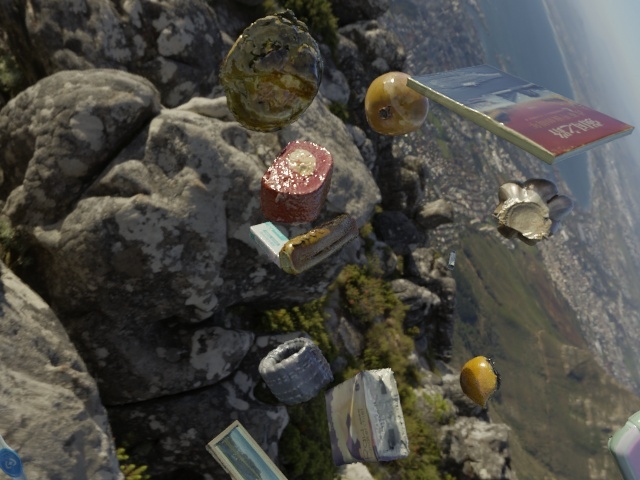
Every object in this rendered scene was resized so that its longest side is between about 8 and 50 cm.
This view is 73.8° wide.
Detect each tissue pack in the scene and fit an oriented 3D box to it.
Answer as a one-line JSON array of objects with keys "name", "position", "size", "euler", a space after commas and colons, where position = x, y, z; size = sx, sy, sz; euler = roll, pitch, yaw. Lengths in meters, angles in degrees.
[{"name": "tissue pack", "position": [0.127, 0.547, 1.300], "size": [0.125, 0.343, 0.242], "euler": [2, 61, -19]}]

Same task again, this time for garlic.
[{"name": "garlic", "position": [0.405, -0.047, 0.817], "size": [0.194, 0.131, 0.127], "euler": [24, 83, -58]}]

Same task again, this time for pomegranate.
[{"name": "pomegranate", "position": [0.222, -0.396, 1.246], "size": [0.191, 0.191, 0.191], "euler": [24, 56, -40]}]

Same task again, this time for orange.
[{"name": "orange", "position": [0.525, 0.467, 1.423], "size": [0.112, 0.160, 0.169], "euler": [15, 75, -10]}]

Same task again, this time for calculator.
[{"name": "calculator", "position": [0.523, 0.354, 0.625], "size": [0.045, 0.141, 0.246], "euler": [-84, 149, -83]}]

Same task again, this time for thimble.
[{"name": "thimble", "position": [-0.082, 0.447, 1.467], "size": [0.172, 0.236, 0.205], "euler": [58, 32, -7]}]

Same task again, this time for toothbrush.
[{"name": "toothbrush", "position": [-0.693, 0.483, 0.944], "size": [0.040, 0.040, 0.386], "euler": [-32, 98, -51]}]

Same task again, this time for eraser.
[{"name": "eraser", "position": [-0.178, 0.014, 1.646], "size": [0.096, 0.052, 0.225], "euler": [-18, 45, -36]}]

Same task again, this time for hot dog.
[{"name": "hot dog", "position": [0.000, 0.001, 0.971], "size": [0.289, 0.068, 0.083], "euler": [-28, 121, -55]}]

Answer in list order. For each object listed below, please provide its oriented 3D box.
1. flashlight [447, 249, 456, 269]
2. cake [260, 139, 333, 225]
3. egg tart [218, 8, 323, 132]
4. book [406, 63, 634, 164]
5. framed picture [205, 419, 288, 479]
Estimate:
[{"name": "flashlight", "position": [0.394, 0.057, 1.278], "size": [0.018, 0.018, 0.083], "euler": [20, 35, 11]}, {"name": "cake", "position": [-0.062, -0.170, 1.277], "size": [0.177, 0.150, 0.283], "euler": [20, 47, 10]}, {"name": "egg tart", "position": [-0.088, -0.367, 0.974], "size": [0.132, 0.297, 0.297], "euler": [41, 28, 30]}, {"name": "book", "position": [0.394, -0.279, 0.875], "size": [0.263, 0.028, 0.374], "euler": [-19, 46, -28]}, {"name": "framed picture", "position": [-0.103, 0.350, 0.649], "size": [0.149, 0.011, 0.109], "euler": [44, 5, 11]}]
